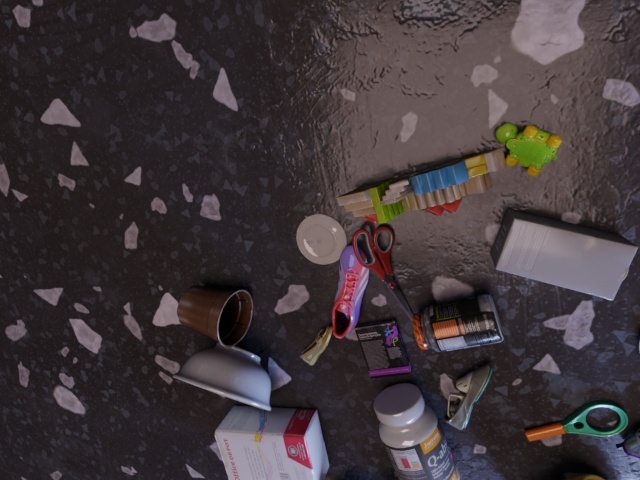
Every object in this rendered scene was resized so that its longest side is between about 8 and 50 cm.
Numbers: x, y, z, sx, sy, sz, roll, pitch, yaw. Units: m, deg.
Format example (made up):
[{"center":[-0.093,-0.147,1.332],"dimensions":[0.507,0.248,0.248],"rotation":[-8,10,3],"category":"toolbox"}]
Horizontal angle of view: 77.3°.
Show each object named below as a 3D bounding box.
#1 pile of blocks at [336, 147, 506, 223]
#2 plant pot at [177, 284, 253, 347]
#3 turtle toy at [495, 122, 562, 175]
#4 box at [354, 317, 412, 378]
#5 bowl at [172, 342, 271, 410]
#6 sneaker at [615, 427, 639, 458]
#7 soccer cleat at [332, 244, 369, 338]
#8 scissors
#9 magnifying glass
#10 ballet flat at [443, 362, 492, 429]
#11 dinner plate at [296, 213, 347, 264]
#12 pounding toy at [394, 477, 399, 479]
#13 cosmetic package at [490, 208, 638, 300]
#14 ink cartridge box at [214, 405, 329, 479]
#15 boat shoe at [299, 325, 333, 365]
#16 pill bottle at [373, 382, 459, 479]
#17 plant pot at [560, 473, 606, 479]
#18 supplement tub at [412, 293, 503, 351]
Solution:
[{"center":[0.224,-0.095,0.887],"dimensions":[0.363,0.149,0.112],"rotation":[-15,102,21],"category":"pile of blocks"},{"center":[-0.310,0.206,1.163],"dimensions":[0.165,0.167,0.166],"rotation":[10,110,24],"category":"plant pot"},{"center":[0.427,-0.201,0.830],"dimensions":[0.130,0.066,0.095],"rotation":[28,137,10],"category":"turtle toy"},{"center":[0.172,0.297,1.096],"dimensions":[0.116,0.029,0.161],"rotation":[-14,103,21],"category":"box"},{"center":[-0.265,0.389,1.181],"dimensions":[0.298,0.134,0.297],"rotation":[16,154,8],"category":"bowl"},{"center":[0.828,0.523,0.939],"dimensions":[0.224,0.083,0.098],"rotation":[33,135,11],"category":"sneaker"},{"center":[0.073,0.135,1.040],"dimensions":[0.083,0.095,0.247],"rotation":[12,111,14],"category":"soccer cleat"},{"center":[0.164,0.101,1.022],"dimensions":[0.109,0.021,0.296],"rotation":[-20,105,-8],"category":"scissors"},{"center":[0.633,0.460,0.998],"dimensions":[0.231,0.026,0.092],"rotation":[-28,97,25],"category":"magnifying glass"},{"center":[0.375,0.400,1.039],"dimensions":[0.068,0.072,0.213],"rotation":[20,113,16],"category":"ballet flat"},{"center":[0.000,0.000,1.065],"dimensions":[0.141,0.017,0.141],"rotation":[6,108,18],"category":"dinner plate"},{"center":[0.262,0.749,1.164],"dimensions":[0.100,0.141,0.130],"rotation":[50,116,16],"category":"pounding toy"},{"center":[0.510,0.025,0.859],"dimensions":[0.238,0.107,0.127],"rotation":[16,111,10],"category":"cosmetic package"},{"center":[-0.147,0.653,1.260],"dimensions":[0.307,0.131,0.225],"rotation":[-5,106,21],"category":"ink cartridge box"},{"center":[-0.009,0.294,1.142],"dimensions":[0.048,0.056,0.153],"rotation":[31,121,2],"category":"boat shoe"},{"center":[0.253,0.541,1.075],"dimensions":[0.162,0.162,0.278],"rotation":[-19,101,23],"category":"pill bottle"},{"center":[0.620,0.739,0.984],"dimensions":[0.254,0.254,0.239],"rotation":[43,129,1],"category":"plant pot"},{"center":[0.328,0.203,0.966],"dimensions":[0.191,0.117,0.116],"rotation":[-16,101,23],"category":"supplement tub"}]
